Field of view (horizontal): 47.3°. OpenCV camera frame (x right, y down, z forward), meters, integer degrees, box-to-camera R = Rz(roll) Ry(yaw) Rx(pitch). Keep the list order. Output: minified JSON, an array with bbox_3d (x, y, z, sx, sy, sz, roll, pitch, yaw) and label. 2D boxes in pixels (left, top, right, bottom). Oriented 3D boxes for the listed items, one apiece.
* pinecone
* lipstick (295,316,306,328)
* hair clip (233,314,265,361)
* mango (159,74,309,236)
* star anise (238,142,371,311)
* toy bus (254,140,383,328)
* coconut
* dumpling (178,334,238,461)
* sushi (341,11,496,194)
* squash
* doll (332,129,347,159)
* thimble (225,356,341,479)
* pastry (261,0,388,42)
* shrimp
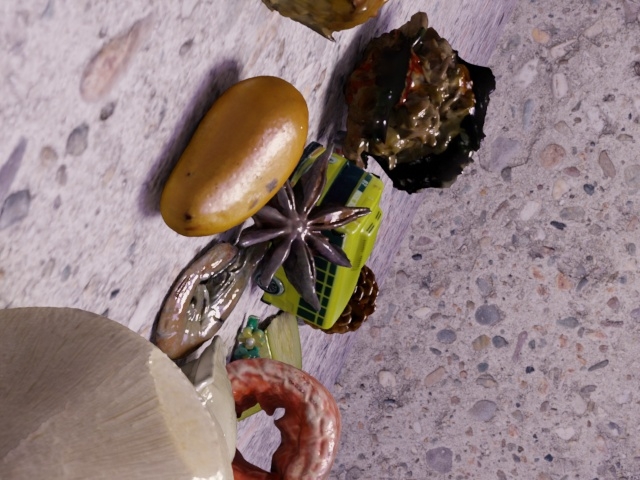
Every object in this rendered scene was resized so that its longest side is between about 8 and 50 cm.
[{"bbox_3d":[0.019,0.092,1.345,0.163,0.163,0.165,-63,160,0],"label":"pinecone"},{"bbox_3d":[-0.026,0.115,1.484,0.040,0.040,0.141,-41,156,-62],"label":"lipstick"},{"bbox_3d":[-0.121,0.189,1.214,0.049,0.049,0.173,-52,166,-44],"label":"hair clip"},{"bbox_3d":[-0.079,-0.075,0.695,0.178,0.090,0.115,-58,158,-7],"label":"mango"},{"bbox_3d":[-0.025,-0.026,0.893,0.181,0.204,0.061,-40,-163,-14],"label":"star anise"},{"bbox_3d":[0.000,0.000,1.060,0.128,0.150,0.262,-57,167,-37],"label":"toy bus"},{"bbox_3d":[-0.172,0.165,0.447,0.237,0.237,0.266,-59,168,-21],"label":"coconut"},{"bbox_3d":[-0.153,0.205,0.902,0.252,0.131,0.179,-51,158,-62],"label":"dumpling"},{"bbox_3d":[0.121,-0.197,1.091,0.225,0.219,0.238,-45,-141,40],"label":"sushi"},{"bbox_3d":[-0.122,0.247,1.390,0.237,0.155,0.204,-23,101,-76],"label":"squash"},{"bbox_3d":[0.029,-0.071,1.217,0.102,0.075,0.227,-65,164,-50],"label":"doll"},{"bbox_3d":[-0.085,0.292,1.110,0.239,0.239,0.162,-61,173,-11],"label":"thimble"},{"bbox_3d":[0.024,-0.297,0.588,0.257,0.121,0.235,55,59,-75],"label":"pastry"},{"bbox_3d":[-0.126,0.045,0.883,0.223,0.047,0.126,-56,157,-25],"label":"shrimp"}]
